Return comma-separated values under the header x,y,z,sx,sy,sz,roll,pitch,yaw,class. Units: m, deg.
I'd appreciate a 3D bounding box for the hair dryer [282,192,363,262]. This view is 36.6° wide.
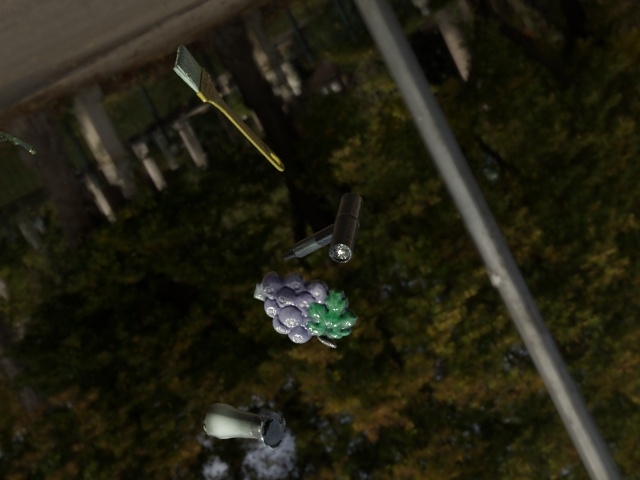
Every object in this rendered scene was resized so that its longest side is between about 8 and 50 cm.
x,y,z,sx,sy,sz,roll,pitch,yaw,class
-0.006,0.011,1.831,0.195,0.050,0.173,-34,-159,28,hair dryer

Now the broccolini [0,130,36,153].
x,y,z,sx,sy,sz,roll,pitch,yaw,class
-0.566,-0.174,1.731,0.052,0.054,0.194,-47,163,20,broccolini

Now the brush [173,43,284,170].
x,y,z,sx,sy,sz,roll,pitch,yaw,class
-0.112,-0.160,1.230,0.011,0.205,0.083,-36,-153,15,brush

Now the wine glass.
x,y,z,sx,sy,sz,roll,pitch,yaw,class
-0.143,0.346,1.815,0.155,0.072,0.072,0,-154,40,wine glass

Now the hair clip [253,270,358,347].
x,y,z,sx,sy,sz,roll,pitch,yaw,class
-0.027,0.124,1.742,0.195,0.124,0.052,18,-164,12,hair clip
